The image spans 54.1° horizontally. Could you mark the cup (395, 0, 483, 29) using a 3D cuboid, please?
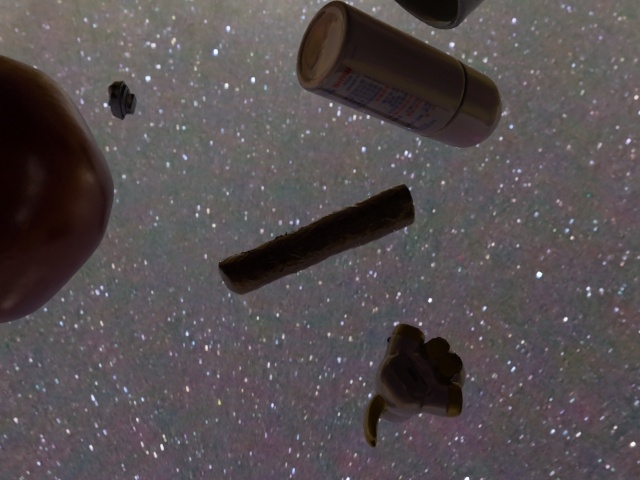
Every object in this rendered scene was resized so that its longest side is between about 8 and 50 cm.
[{"bbox_3d":[0.124,-0.378,0.607,0.234,0.186,0.258,-45,-106,0],"label":"cup"}]

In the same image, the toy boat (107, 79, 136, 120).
[{"bbox_3d":[-0.431,-0.308,1.354,0.060,0.141,0.055,14,-102,-11],"label":"toy boat"}]

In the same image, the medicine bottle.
[{"bbox_3d":[0.137,-0.233,0.947,0.340,0.130,0.130,14,-133,-33],"label":"medicine bottle"}]

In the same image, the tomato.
[{"bbox_3d":[-0.370,-0.049,0.677,0.298,0.226,0.299,0,-94,0],"label":"tomato"}]

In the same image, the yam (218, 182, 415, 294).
[{"bbox_3d":[0.000,0.000,1.065,0.356,0.081,0.081,-23,-122,-12],"label":"yam"}]

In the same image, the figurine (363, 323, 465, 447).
[{"bbox_3d":[0.098,0.162,0.698,0.129,0.178,0.109,-42,-105,1],"label":"figurine"}]
